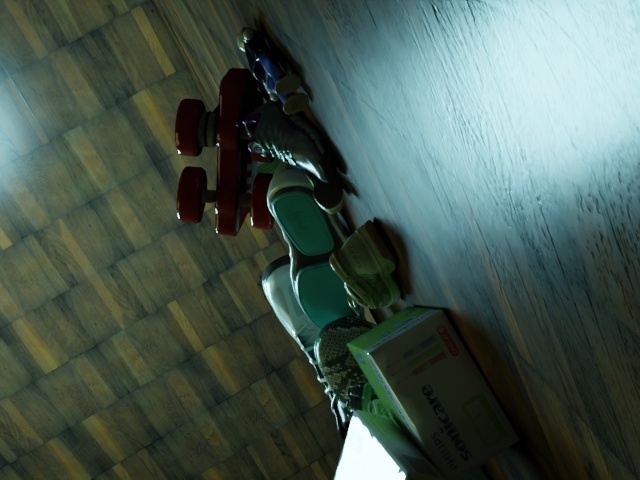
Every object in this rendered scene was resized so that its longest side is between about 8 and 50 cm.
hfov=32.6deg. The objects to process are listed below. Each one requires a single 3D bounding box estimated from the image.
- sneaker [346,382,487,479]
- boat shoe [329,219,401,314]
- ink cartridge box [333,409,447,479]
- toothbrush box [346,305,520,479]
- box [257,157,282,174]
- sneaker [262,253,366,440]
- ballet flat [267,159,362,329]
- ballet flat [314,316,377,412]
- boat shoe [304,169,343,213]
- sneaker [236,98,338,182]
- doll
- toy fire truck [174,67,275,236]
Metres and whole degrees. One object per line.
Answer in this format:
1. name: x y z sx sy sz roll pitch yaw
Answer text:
1. sneaker: 0.195 0.355 1.900 0.343 0.146 0.134 45 -140 -33
2. boat shoe: 0.062 0.050 1.699 0.104 0.089 0.285 57 175 21
3. ink cartridge box: 0.067 0.397 1.496 0.066 0.261 0.296 17 -176 -13
4. toothbrush box: 0.151 0.211 1.569 0.206 0.122 0.283 59 176 0
5. box: -0.109 -0.119 2.332 0.087 0.101 0.102 59 175 8
6. sneaker: 0.044 0.237 2.256 0.447 0.169 0.257 52 -167 -27
7. ballet flat: 0.000 0.000 1.961 0.139 0.139 0.400 55 169 43
8. ballet flat: 0.161 0.318 2.084 0.182 0.164 0.483 23 155 43
9. boat shoe: 0.013 -0.078 1.720 0.045 0.050 0.135 59 -174 -35
10. sneaker: -0.052 -0.140 1.688 0.223 0.098 0.083 54 173 48
11. doll: -0.079 -0.254 1.604 0.189 0.046 0.129 54 172 43
12. toy fire truck: -0.152 -0.165 1.971 0.254 0.169 0.302 -76 -10 -66
